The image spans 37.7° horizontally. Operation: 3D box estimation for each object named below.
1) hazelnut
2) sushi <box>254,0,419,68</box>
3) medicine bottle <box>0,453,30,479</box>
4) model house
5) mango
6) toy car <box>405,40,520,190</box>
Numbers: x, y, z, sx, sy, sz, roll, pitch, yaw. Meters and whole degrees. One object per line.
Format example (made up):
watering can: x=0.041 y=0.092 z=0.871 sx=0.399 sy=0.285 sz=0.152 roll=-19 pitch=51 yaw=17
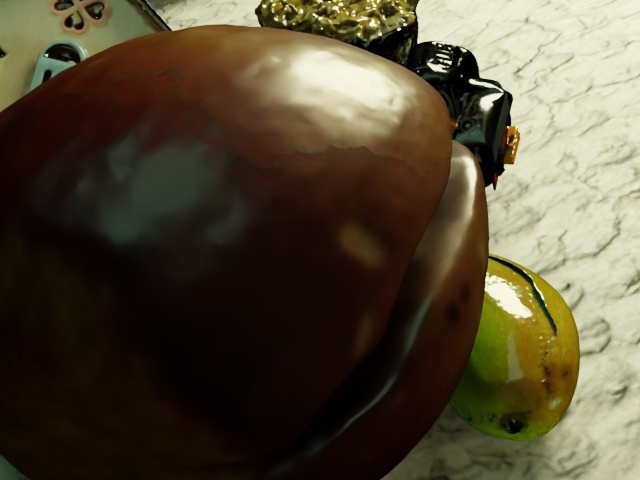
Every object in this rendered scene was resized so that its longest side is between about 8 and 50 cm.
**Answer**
hazelnut: x=-0.096 y=0.018 z=0.721 sx=0.429 sy=0.402 sz=0.402 roll=-25 pitch=31 yaw=51
sushi: x=0.011 y=-0.241 z=1.124 sx=0.213 sy=0.115 sz=0.147 roll=21 pitch=58 yaw=32
medicine bottle: x=-0.274 y=0.143 z=0.898 sx=0.124 sy=0.079 sz=0.258 roll=-15 pitch=47 yaw=7
model house: x=-0.251 y=-0.174 z=0.994 sx=0.326 sy=0.169 sz=0.244 roll=14 pitch=80 yaw=1
mango: x=0.143 y=0.072 z=0.800 sx=0.126 sy=0.111 sz=0.233 roll=-2 pitch=31 yaw=-11
toy car: x=0.051 y=-0.105 z=0.970 sx=0.301 sy=0.118 sz=0.193 roll=5 pitch=55 yaw=20
